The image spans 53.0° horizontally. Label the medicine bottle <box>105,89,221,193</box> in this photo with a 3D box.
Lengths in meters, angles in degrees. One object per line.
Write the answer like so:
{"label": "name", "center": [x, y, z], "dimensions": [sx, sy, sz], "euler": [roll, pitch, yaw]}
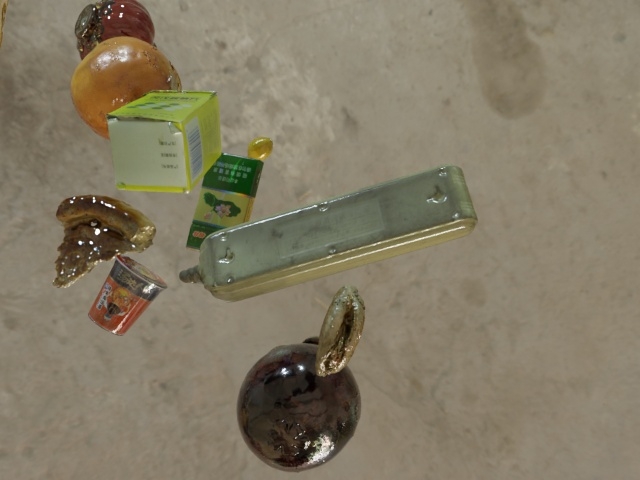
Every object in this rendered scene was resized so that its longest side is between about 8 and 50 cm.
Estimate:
{"label": "medicine bottle", "center": [-0.279, -0.190, 1.192], "dimensions": [0.137, 0.250, 0.141], "euler": [0, 113, 6]}

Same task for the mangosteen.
{"label": "mangosteen", "center": [-0.048, 0.394, 1.564], "dimensions": [0.330, 0.330, 0.330], "euler": [0, 81, 0]}

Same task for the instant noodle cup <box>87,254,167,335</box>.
{"label": "instant noodle cup", "center": [-0.406, 0.117, 1.327], "dimensions": [0.127, 0.127, 0.135], "euler": [35, 89, 5]}

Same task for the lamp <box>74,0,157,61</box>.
{"label": "lamp", "center": [-0.529, -0.525, 1.683], "dimensions": [0.227, 0.227, 0.227], "euler": [0, 81, 0]}

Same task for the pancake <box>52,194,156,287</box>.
{"label": "pancake", "center": [-0.521, 0.009, 1.450], "dimensions": [0.266, 0.057, 0.244], "euler": [26, 79, 25]}

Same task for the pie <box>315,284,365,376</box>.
{"label": "pie", "center": [0.036, 0.183, 1.308], "dimensions": [0.079, 0.163, 0.193], "euler": [16, 98, -6]}

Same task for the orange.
{"label": "orange", "center": [-0.435, -0.335, 1.439], "dimensions": [0.240, 0.240, 0.240], "euler": [0, 81, 0]}

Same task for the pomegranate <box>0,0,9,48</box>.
{"label": "pomegranate", "center": [-0.335, -0.175, 0.404], "dimensions": [0.260, 0.260, 0.260], "euler": [0, 81, 0]}

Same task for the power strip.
{"label": "power strip", "center": [0.000, 0.000, 0.817], "dimensions": [0.388, 0.066, 0.092], "euler": [-15, 63, 9]}

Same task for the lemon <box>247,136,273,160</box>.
{"label": "lemon", "center": [-0.171, -0.254, 1.790], "dimensions": [0.092, 0.065, 0.065], "euler": [-29, 81, 24]}

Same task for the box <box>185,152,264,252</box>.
{"label": "box", "center": [-0.217, -0.079, 1.457], "dimensions": [0.132, 0.034, 0.235], "euler": [13, 87, 19]}
